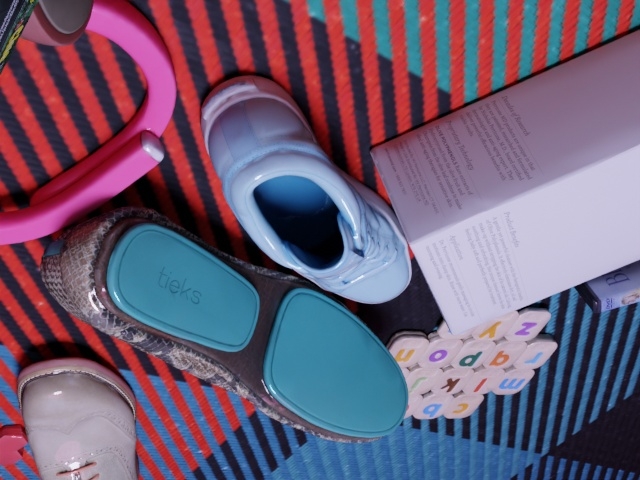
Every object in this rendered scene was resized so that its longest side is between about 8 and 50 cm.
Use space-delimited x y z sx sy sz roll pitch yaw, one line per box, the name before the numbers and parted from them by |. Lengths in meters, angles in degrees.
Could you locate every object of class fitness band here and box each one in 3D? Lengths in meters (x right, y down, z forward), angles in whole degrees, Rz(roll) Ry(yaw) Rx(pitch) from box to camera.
fitness band | -0.263 -0.103 0.687 0.290 0.054 0.209 -32 136 14

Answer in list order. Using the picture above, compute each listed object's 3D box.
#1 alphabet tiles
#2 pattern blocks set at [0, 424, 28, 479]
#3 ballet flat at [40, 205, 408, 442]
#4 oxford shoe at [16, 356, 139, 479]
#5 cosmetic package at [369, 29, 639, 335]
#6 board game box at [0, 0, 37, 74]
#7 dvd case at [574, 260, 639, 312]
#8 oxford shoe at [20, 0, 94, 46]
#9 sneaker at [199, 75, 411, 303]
alphabet tiles | 0.213 0.187 1.186 0.283 0.021 0.278 4 134 -23
pattern blocks set | -0.573 0.345 1.087 0.285 0.026 0.325 12 131 -29
ballet flat | -0.099 0.101 0.893 0.182 0.164 0.482 -2 153 46
oxford shoe | -0.304 0.301 1.039 0.140 0.147 0.397 -11 138 -7
cosmetic package | 0.265 -0.064 0.831 0.365 0.155 0.197 -23 138 6
board game box | -0.274 -0.148 0.516 0.136 0.030 0.259 36 141 -19
dvd case | 0.399 -0.007 0.921 0.252 0.180 0.022 -15 124 -3
oxford shoe | -0.249 -0.276 0.458 0.130 0.123 0.348 4 128 14
sneaker | 0.000 0.000 0.814 0.135 0.150 0.366 -31 137 16
